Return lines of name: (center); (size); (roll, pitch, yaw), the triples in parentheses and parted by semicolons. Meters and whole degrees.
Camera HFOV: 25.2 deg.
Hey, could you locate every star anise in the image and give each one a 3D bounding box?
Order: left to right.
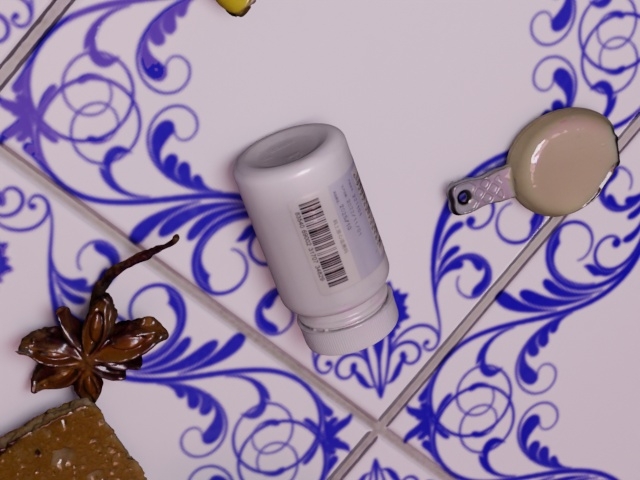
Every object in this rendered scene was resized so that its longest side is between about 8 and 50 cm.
star anise: (-0.180, 0.067, 1.224); (0.190, 0.070, 0.097); (-40, 116, 20)

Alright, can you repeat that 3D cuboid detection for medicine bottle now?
medicine bottle: (0.000, 0.000, 1.250); (0.102, 0.103, 0.187); (-25, 115, -10)

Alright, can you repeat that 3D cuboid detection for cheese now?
cheese: (0.201, -0.059, 1.332); (0.171, 0.047, 0.092); (-36, 114, -5)

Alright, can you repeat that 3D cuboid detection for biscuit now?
biscuit: (-0.275, 0.231, 1.265); (0.231, 0.025, 0.131); (-28, 125, -3)

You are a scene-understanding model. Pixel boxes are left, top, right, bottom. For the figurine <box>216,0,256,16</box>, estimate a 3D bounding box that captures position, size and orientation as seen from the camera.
figurine: (-0.130, -0.268, 1.088); (0.162, 0.143, 0.263); (-30, 135, 27)
